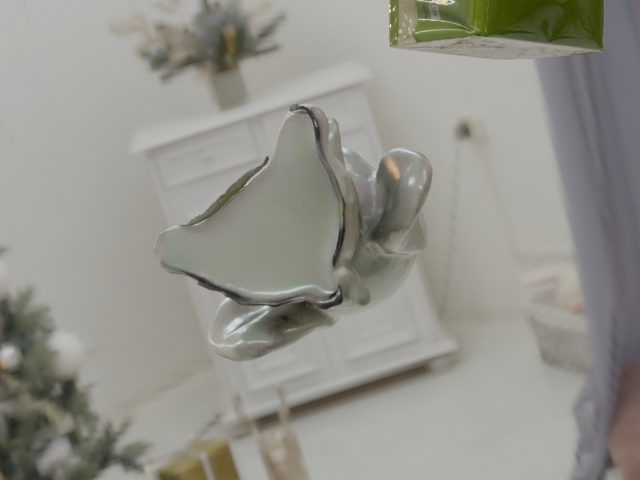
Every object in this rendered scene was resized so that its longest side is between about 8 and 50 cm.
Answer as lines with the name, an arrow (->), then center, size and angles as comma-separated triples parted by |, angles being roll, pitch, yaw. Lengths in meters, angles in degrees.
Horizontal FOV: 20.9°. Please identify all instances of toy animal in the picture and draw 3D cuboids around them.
toy animal -> 0.005, -0.008, 1.625 | 0.249, 0.174, 0.289 | -45, -13, 36

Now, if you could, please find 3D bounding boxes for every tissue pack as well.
tissue pack -> 0.190, -0.338, 1.853 | 0.200, 0.275, 0.167 | 1, 0, -40
